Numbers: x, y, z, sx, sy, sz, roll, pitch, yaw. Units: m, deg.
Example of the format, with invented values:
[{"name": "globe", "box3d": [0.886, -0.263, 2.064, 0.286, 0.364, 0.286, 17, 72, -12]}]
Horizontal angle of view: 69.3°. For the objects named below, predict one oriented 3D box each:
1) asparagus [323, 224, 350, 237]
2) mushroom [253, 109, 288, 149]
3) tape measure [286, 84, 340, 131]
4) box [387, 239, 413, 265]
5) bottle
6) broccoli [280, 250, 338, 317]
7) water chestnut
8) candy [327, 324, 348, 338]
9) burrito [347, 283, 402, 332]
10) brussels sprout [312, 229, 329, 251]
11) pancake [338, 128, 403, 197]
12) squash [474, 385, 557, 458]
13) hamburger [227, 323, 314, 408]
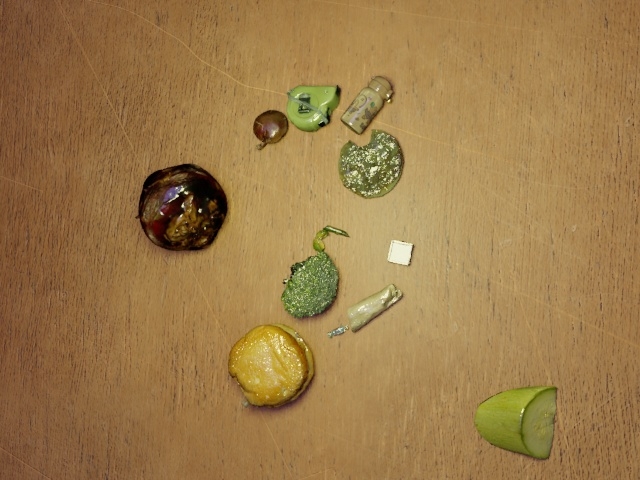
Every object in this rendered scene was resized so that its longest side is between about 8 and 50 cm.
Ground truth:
[{"name": "asparagus", "box3d": [0.061, -0.034, 1.709, 0.108, 0.025, 0.021, 19, 112, 11]}, {"name": "mushroom", "box3d": [-0.200, -0.421, 1.765, 0.135, 0.080, 0.170, 29, 91, 24]}, {"name": "tape measure", "box3d": [-0.040, -0.494, 1.713, 0.200, 0.106, 0.175, 10, 86, 16]}, {"name": "box", "box3d": [0.284, 0.041, 1.643, 0.079, 0.035, 0.083, 11, 91, 14]}, {"name": "bottle", "box3d": [0.175, -0.487, 1.665, 0.110, 0.097, 0.209, 39, 96, 0]}, {"name": "broccoli", "box3d": [-0.035, 0.155, 1.652, 0.176, 0.198, 0.226, -37, 45, 42]}, {"name": "water chestnut", "box3d": [-0.493, -0.100, 1.701, 0.335, 0.335, 0.347, -55, 46, 6]}, {"name": "candy", "box3d": [0.065, 0.333, 1.691, 0.083, 0.020, 0.030, -21, 83, 10]}, {"name": "burrito", "box3d": [0.186, 0.231, 1.645, 0.226, 0.060, 0.087, -35, 81, 11]}, {"name": "brussels sprout", "box3d": [0.000, -0.001, 1.711, 0.051, 0.046, 0.083, 21, 92, 19]}, {"name": "pancake", "box3d": [0.182, -0.274, 1.684, 0.253, 0.037, 0.254, -1, 88, 15]}, {"name": "squash", "box3d": [0.645, 0.585, 1.537, 0.204, 0.155, 0.237, 7, 87, -22]}, {"name": "hamburger", "box3d": [-0.182, 0.455, 1.670, 0.314, 0.170, 0.290, -38, 76, 10]}]
